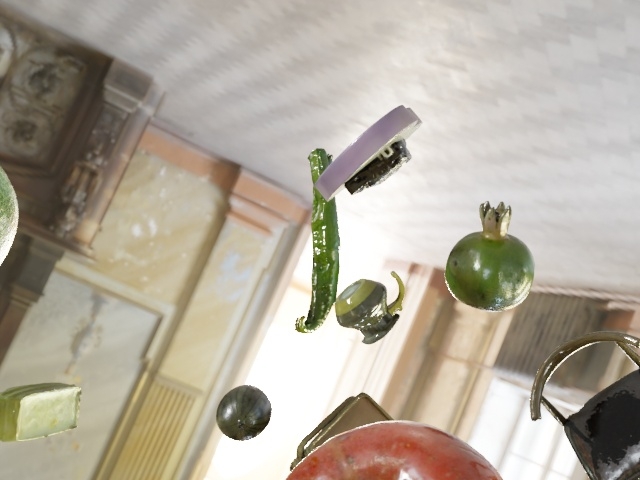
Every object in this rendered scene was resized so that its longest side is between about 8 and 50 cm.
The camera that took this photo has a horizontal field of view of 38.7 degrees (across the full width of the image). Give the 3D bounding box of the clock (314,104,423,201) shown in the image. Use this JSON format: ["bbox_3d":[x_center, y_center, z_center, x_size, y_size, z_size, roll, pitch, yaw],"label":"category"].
[{"bbox_3d":[0.072,-0.110,1.265,0.064,0.172,0.198,50,-168,3],"label":"clock"}]

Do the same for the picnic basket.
[{"bbox_3d":[0.091,0.411,1.578,0.266,0.165,0.139,44,150,8],"label":"picnic basket"}]

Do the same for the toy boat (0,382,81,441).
[{"bbox_3d":[-0.586,0.349,1.859,0.084,0.111,0.276,3,178,31],"label":"toy boat"}]

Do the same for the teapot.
[{"bbox_3d":[0.113,0.139,1.944,0.119,0.165,0.130,50,-176,-13],"label":"teapot"}]

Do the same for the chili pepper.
[{"bbox_3d":[0.000,0.001,1.677,0.076,0.359,0.085,-1,156,8],"label":"chili pepper"}]

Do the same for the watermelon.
[{"bbox_3d":[-0.106,0.239,1.264,0.078,0.078,0.110,23,179,6],"label":"watermelon"}]

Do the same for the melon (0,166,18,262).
[{"bbox_3d":[-0.607,-0.003,1.422,0.226,0.331,0.343,23,170,23],"label":"melon"}]

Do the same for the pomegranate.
[{"bbox_3d":[0.348,0.033,1.851,0.187,0.225,0.187,3,-160,-1],"label":"pomegranate"}]

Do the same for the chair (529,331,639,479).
[{"bbox_3d":[0.438,0.268,1.306,0.272,0.188,0.166,43,-166,-35],"label":"chair"}]

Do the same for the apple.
[{"bbox_3d":[0.103,0.439,1.249,0.364,0.364,0.364,23,172,3],"label":"apple"}]
